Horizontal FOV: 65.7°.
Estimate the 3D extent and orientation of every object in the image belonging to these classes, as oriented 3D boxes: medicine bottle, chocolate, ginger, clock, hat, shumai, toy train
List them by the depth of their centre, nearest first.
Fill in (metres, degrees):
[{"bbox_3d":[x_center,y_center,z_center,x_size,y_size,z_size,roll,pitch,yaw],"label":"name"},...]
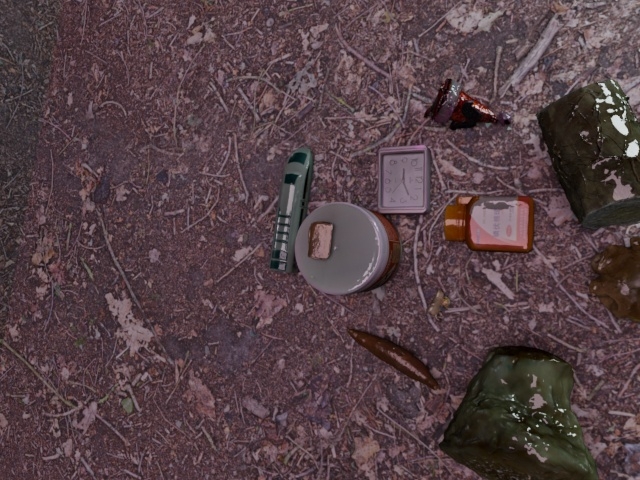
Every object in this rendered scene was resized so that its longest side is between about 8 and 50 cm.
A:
[{"bbox_3d":[0.779,0.068,1.190,0.219,0.123,0.270,24,87,18],"label":"ginger"},{"bbox_3d":[0.492,0.430,1.219,0.324,0.397,0.323,20,64,3],"label":"shumai"},{"bbox_3d":[0.000,0.000,1.302,0.065,0.031,0.100,2,92,5],"label":"chocolate"},{"bbox_3d":[0.452,-0.044,1.331,0.222,0.112,0.149,2,88,22],"label":"medicine bottle"},{"bbox_3d":[0.414,-0.357,1.379,0.227,0.129,0.140,21,138,6],"label":"hat"},{"bbox_3d":[0.086,0.025,1.411,0.253,0.241,0.252,-1,86,23],"label":"medicine bottle"},{"bbox_3d":[0.243,-0.174,1.450,0.150,0.063,0.197,1,88,22],"label":"clock"},{"bbox_3d":[-0.095,-0.103,1.575,0.086,0.088,0.407,8,90,23],"label":"toy train"}]

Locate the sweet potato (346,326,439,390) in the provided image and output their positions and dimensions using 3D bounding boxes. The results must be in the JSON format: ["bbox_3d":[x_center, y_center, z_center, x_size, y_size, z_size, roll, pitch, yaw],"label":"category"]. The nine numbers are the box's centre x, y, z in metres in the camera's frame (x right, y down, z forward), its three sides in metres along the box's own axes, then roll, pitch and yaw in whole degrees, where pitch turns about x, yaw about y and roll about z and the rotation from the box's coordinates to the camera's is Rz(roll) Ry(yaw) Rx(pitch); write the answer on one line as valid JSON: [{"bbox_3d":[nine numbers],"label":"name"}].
[{"bbox_3d":[0.211,0.329,1.442,0.314,0.066,0.072,31,93,24],"label":"sweet potato"}]

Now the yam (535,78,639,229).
[{"bbox_3d":[0.679,-0.199,1.182,0.241,0.241,0.348,-25,73,20],"label":"yam"}]

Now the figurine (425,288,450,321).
[{"bbox_3d":[0.338,0.185,1.409,0.051,0.047,0.083,29,92,6],"label":"figurine"}]
